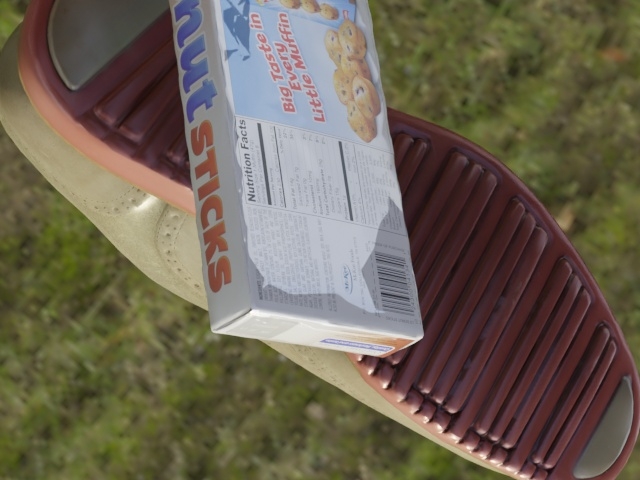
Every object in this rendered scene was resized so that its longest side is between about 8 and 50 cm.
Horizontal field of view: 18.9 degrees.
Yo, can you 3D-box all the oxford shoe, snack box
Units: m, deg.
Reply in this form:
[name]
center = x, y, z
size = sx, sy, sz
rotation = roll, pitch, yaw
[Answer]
[oxford shoe]
center = 0.000, 0.000, 0.902
size = 0.348, 0.130, 0.123
rotation = 40, 64, -11
[snack box]
center = -0.012, -0.055, 0.568
size = 0.064, 0.178, 0.022
rotation = 10, 151, -38
